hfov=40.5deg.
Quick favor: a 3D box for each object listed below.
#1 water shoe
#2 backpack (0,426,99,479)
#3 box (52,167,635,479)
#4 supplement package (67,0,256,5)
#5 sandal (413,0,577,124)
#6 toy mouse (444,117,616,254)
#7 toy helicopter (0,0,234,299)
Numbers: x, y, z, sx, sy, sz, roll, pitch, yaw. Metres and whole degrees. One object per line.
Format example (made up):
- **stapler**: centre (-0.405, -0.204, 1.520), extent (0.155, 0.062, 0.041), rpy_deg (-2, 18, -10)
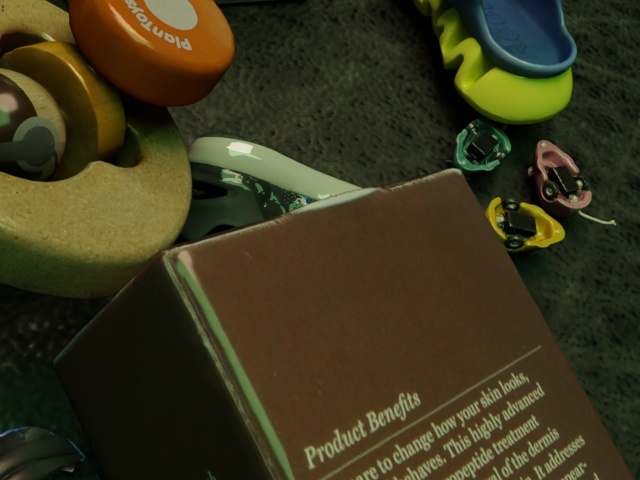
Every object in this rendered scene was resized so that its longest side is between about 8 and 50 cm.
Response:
- **water shoe**: centre (0.000, 0.000, 0.565), extent (0.203, 0.073, 0.080), rpy_deg (22, 85, -13)
- **backpack**: centre (-0.158, 0.141, 0.386), extent (0.120, 0.101, 0.098), rpy_deg (-24, 79, -41)
- **box**: centre (0.056, 0.172, 0.391), extent (0.191, 0.143, 0.381), rpy_deg (-17, 77, -43)
- **supplement package**: centre (-0.107, -0.333, 0.615), extent (0.198, 0.199, 0.262), rpy_deg (-12, 67, -27)
- **sandal**: centre (0.112, -0.246, 0.686), extent (0.126, 0.138, 0.317), rpy_deg (-21, 62, -31)
- **toy mouse**: centre (0.149, -0.049, 0.662), extent (0.161, 0.031, 0.143), rpy_deg (9, 56, -20)
- **toy helicopter**: centre (-0.218, -0.082, 0.373), extent (0.355, 0.140, 0.235), rpy_deg (31, 39, -20)
